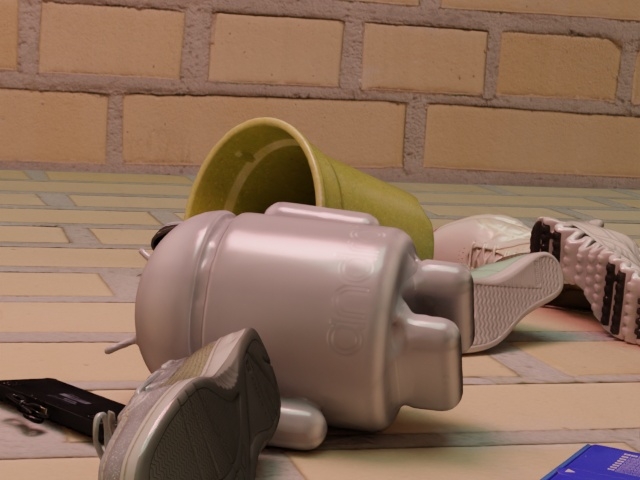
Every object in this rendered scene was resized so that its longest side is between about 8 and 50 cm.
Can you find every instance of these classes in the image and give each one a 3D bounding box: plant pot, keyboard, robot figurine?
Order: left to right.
[{"bbox_3d":[-0.248,0.160,1.295,0.180,0.023,0.108,11,5,43],"label":"keyboard"},{"bbox_3d":[-0.030,0.076,1.337,0.354,0.199,0.300,5,43,13],"label":"robot figurine"},{"bbox_3d":[0.000,0.000,1.777,0.254,0.276,0.276,12,1,-41],"label":"plant pot"}]

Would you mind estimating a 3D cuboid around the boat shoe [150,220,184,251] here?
[{"bbox_3d":[-0.166,0.003,2.183,0.229,0.080,0.076,5,15,17],"label":"boat shoe"}]

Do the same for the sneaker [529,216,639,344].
[{"bbox_3d":[0.408,0.044,1.866,0.118,0.110,0.292,-7,31,-23],"label":"sneaker"}]

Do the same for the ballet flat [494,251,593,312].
[{"bbox_3d":[0.362,0.073,1.981,0.250,0.084,0.058,11,35,22],"label":"ballet flat"}]

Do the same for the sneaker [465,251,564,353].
[{"bbox_3d":[0.183,0.093,1.761,0.256,0.094,0.151,-20,0,-38],"label":"sneaker"}]

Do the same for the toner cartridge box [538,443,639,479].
[{"bbox_3d":[0.321,0.225,0.927,0.348,0.075,0.165,9,9,28],"label":"toner cartridge box"}]

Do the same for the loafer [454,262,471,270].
[{"bbox_3d":[0.171,0.058,2.113,0.125,0.039,0.045,2,41,8],"label":"loafer"}]

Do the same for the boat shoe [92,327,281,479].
[{"bbox_3d":[-0.113,0.156,1.083,0.103,0.118,0.320,-16,12,14],"label":"boat shoe"}]

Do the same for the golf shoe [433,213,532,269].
[{"bbox_3d":[0.301,0.028,2.111,0.306,0.115,0.140,5,12,19],"label":"golf shoe"}]
